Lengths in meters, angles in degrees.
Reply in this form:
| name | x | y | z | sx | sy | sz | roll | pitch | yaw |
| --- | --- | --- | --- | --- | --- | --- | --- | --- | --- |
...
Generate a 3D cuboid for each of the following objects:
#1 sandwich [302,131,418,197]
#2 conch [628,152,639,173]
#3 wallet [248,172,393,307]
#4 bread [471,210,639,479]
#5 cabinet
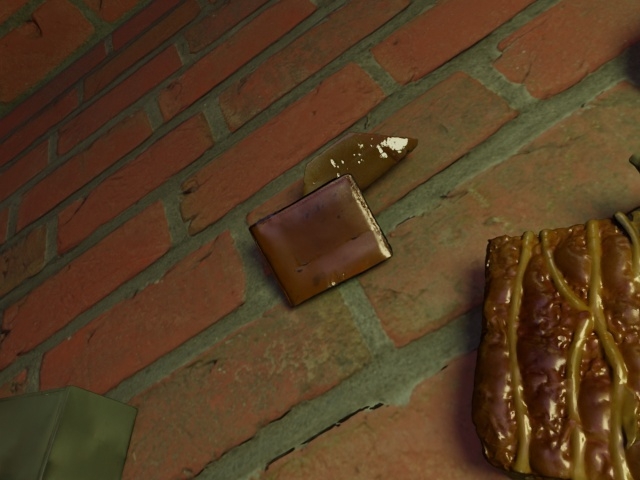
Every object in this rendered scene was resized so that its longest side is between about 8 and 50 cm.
| name | x | y | z | sx | sy | sz | roll | pitch | yaw |
| --- | --- | --- | --- | --- | --- | --- | --- | --- | --- |
| sandwich | 0.042 | -0.115 | 0.872 | 0.258 | 0.094 | 0.096 | -35 | 87 | 6 |
| conch | 0.508 | -0.016 | 0.489 | 0.387 | 0.169 | 0.203 | 23 | 92 | 8 |
| wallet | 0.001 | 0.001 | 0.814 | 0.196 | 0.042 | 0.160 | -31 | 80 | 11 |
| bread | 0.268 | 0.118 | 0.543 | 0.185 | 0.114 | 0.274 | -14 | 53 | 42 |
| cabinet | -0.447 | 0.340 | 0.833 | 0.206 | 0.145 | 0.150 | -15 | 53 | 24 |
